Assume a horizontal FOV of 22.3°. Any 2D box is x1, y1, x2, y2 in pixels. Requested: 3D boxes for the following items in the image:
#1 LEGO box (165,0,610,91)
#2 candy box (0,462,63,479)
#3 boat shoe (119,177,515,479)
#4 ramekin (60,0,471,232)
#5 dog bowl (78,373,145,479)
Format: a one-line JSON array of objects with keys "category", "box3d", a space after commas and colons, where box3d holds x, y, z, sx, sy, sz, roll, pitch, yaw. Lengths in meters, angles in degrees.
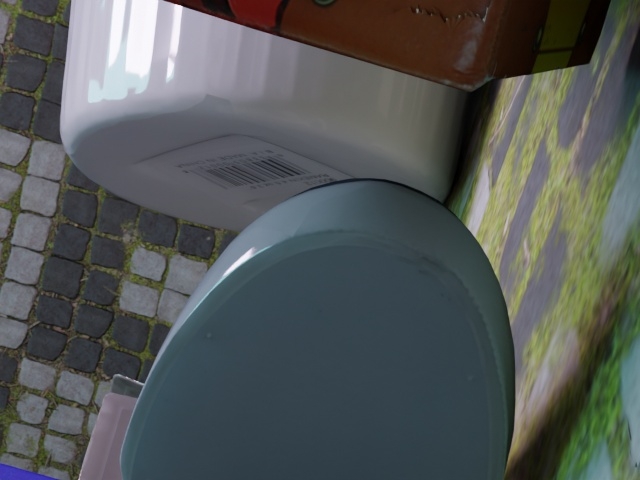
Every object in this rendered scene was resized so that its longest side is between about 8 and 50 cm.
[{"category": "LEGO box", "box3d": [-0.029, -0.340, 0.512, 0.193, 0.373, 0.500, -23, -50, -71]}, {"category": "candy box", "box3d": [-0.162, 0.272, 0.876, 0.122, 0.317, 0.268, 107, 179, -53]}, {"category": "boat shoe", "box3d": [0.004, 0.104, 0.650, 0.156, 0.136, 0.367, -72, -9, -52]}, {"category": "ramekin", "box3d": [-0.034, -0.099, 1.033, 0.277, 0.277, 0.135, 114, 164, -72]}, {"category": "dog bowl", "box3d": [-0.173, 0.283, 1.347, 0.349, 0.102, 0.348, -164, 90, -85]}]
